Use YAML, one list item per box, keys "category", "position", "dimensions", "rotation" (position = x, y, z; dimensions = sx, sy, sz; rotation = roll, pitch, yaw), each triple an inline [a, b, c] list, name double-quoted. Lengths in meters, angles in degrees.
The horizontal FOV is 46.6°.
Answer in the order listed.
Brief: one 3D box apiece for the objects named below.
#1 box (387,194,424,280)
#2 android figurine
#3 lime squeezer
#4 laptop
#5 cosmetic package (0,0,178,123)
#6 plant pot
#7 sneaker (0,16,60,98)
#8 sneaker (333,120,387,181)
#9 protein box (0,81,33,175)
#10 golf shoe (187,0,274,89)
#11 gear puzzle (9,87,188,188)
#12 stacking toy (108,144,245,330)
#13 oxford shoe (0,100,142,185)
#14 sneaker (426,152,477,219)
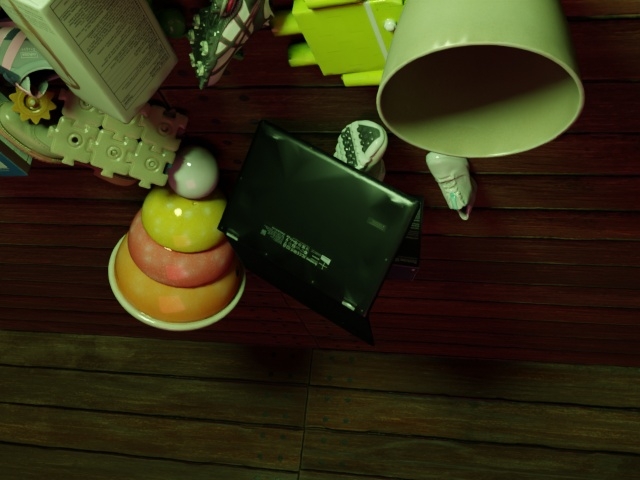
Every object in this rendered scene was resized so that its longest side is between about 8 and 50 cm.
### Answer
- category: "box"
  position: [0.105, -0.018, 1.765]
  dimensions: [0.261, 0.184, 0.103]
  rotation: [8, 156, -1]
- category: "android figurine"
  position: [0.062, -0.338, 1.206]
  dimensions: [0.272, 0.056, 0.248]
  rotation: [1, 156, 18]
- category: "lime squeezer"
  position: [-0.236, -0.383, 1.205]
  dimensions: [0.110, 0.059, 0.310]
  rotation: [-29, 148, 5]
- category: "laptop"
  position: [0.000, 0.000, 1.624]
  dimensions: [0.382, 0.408, 0.236]
  rotation: [30, -161, 17]
- category: "cosmetic package"
  position: [-0.348, -0.327, 1.115]
  dimensions: [0.129, 0.153, 0.296]
  rotation: [29, 164, 19]
- category: "plant pot"
  position: [0.211, -0.292, 0.991]
  dimensions: [0.256, 0.274, 0.256]
  rotation: [5, 157, 2]
- category: "sneaker"
  position: [-0.541, -0.314, 1.296]
  dimensions: [0.318, 0.131, 0.112]
  rotation: [1, -176, 17]
- category: "sneaker"
  position: [0.088, -0.164, 1.561]
  dimensions: [0.118, 0.110, 0.292]
  rotation: [-1, 162, -18]
- category: "protein box"
  position: [-0.732, -0.238, 1.544]
  dimensions: [0.199, 0.136, 0.201]
  rotation: [0, 156, 15]
- category: "golf shoe"
  position: [-0.135, -0.337, 1.165]
  dimensions: [0.120, 0.105, 0.273]
  rotation: [-6, 153, -26]
- category: "gear puzzle"
  position: [-0.452, -0.228, 1.495]
  dimensions: [0.338, 0.176, 0.044]
  rotation: [17, -166, -22]
- category: "stacking toy"
  position: [-0.320, -0.035, 1.771]
  dimensions: [0.350, 0.351, 0.480]
  rotation: [11, 141, -9]
- category: "oxford shoe"
  position: [-0.501, -0.225, 1.559]
  dimensions: [0.130, 0.123, 0.348]
  rotation: [-24, 151, 38]
- category: "sneaker"
  position: [0.290, -0.115, 1.603]
  dimensions: [0.080, 0.094, 0.212]
  rotation: [-6, 153, 31]
